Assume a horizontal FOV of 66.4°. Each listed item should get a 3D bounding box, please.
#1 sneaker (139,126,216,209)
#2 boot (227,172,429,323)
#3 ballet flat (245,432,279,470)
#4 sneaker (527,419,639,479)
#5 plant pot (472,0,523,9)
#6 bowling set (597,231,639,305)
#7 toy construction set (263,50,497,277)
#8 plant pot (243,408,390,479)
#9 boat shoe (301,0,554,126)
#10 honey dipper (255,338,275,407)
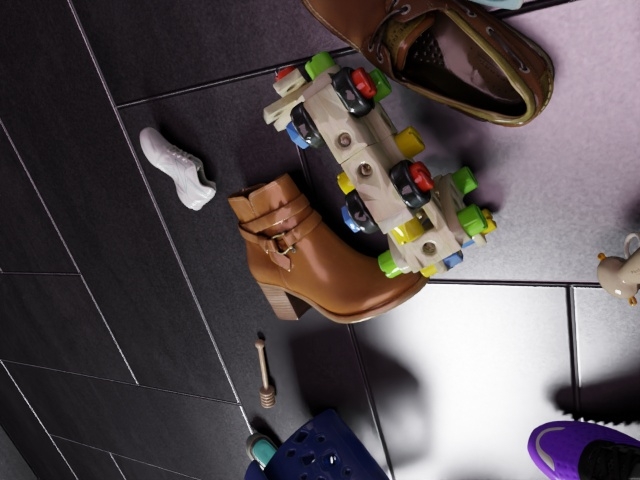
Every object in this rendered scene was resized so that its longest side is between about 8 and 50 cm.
[{"bbox_3d":[-0.225,-0.124,0.788,0.061,0.053,0.152,-29,107,29],"label":"sneaker"},{"bbox_3d":[0.000,0.000,0.712,0.284,0.109,0.220,-8,110,41],"label":"boot"},{"bbox_3d":[-0.088,0.513,1.095,0.213,0.072,0.068,52,157,-6],"label":"ballet flat"},{"bbox_3d":[0.389,0.284,0.586,0.293,0.102,0.146,12,158,45],"label":"sneaker"},{"bbox_3d":[0.079,-0.362,0.343,0.248,0.247,0.252,24,97,16],"label":"plant pot"},{"bbox_3d":[0.447,0.093,0.478,0.154,0.200,0.286,113,138,-67],"label":"bowling set"},{"bbox_3d":[0.065,-0.093,0.550,0.328,0.215,0.151,45,117,5],"label":"toy construction set"},{"bbox_3d":[-0.001,0.490,0.868,0.236,0.212,0.235,35,138,52],"label":"plant pot"},{"bbox_3d":[0.098,-0.220,0.505,0.307,0.104,0.110,30,129,11],"label":"boat shoe"},{"bbox_3d":[-0.111,0.263,0.968,0.031,0.030,0.160,10,121,24],"label":"honey dipper"}]
